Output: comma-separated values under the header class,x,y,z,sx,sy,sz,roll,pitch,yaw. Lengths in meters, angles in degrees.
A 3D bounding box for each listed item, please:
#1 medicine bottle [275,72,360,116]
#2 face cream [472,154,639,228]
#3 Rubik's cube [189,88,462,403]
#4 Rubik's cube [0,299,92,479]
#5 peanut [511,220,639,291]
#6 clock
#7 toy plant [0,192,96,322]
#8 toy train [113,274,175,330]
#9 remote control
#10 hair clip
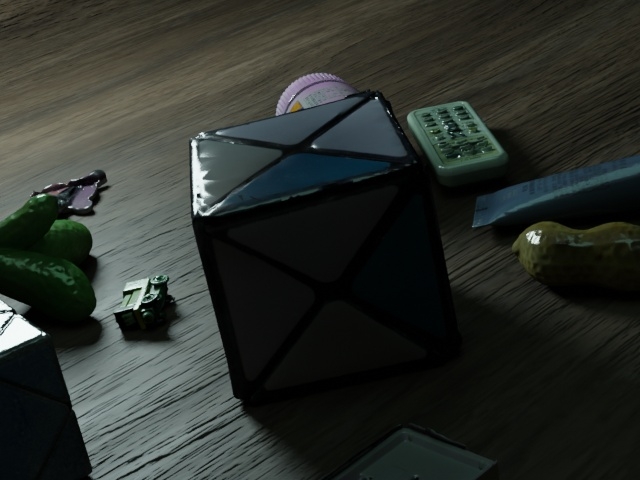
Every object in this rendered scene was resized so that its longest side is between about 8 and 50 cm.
class,x,y,z,sx,sy,sz,roll,pitch,yaw
medicine bottle,0.027,-0.187,2.235,0.178,0.178,0.290,-15,25,-9
face cream,0.430,-0.078,1.943,0.385,0.086,0.135,-10,20,15
Rubik's cube,0.000,0.000,1.675,0.310,0.305,0.307,-12,25,-2
Rubik's cube,-0.432,0.212,1.517,0.205,0.205,0.207,-26,29,-29
peanut,0.371,0.020,1.731,0.229,0.098,0.103,4,-13,29
clock,0.080,0.282,1.302,0.192,0.071,0.147,-30,30,-36
toy plant,-0.541,0.023,1.995,0.356,0.210,0.317,-3,20,-13
toy train,-0.269,0.093,1.902,0.081,0.050,0.122,-11,24,11
remote control,0.245,-0.173,2.247,0.128,0.065,0.335,-10,24,-2
hair clip,-0.501,-0.083,2.404,0.146,0.056,0.187,-9,15,8
